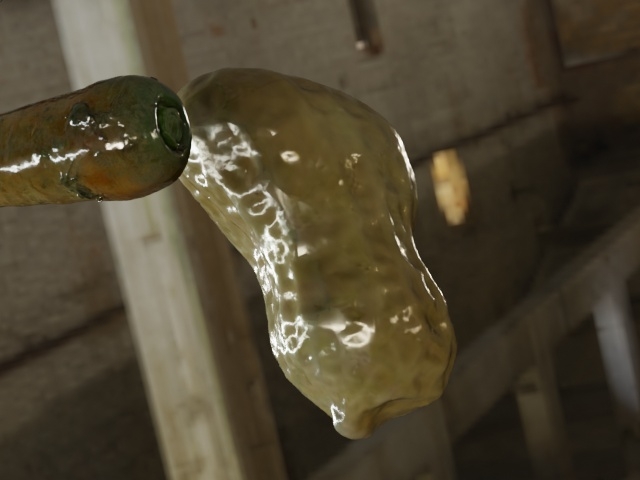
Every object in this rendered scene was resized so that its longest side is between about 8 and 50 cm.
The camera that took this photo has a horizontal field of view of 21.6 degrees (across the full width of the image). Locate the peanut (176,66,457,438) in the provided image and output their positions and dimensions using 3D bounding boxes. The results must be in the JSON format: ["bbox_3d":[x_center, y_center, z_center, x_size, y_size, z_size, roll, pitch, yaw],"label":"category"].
[{"bbox_3d":[0.006,-0.007,1.229,0.159,0.291,0.143,-29,171,-2],"label":"peanut"}]

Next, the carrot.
[{"bbox_3d":[-0.214,-0.047,1.068,0.298,0.078,0.078,-8,-171,30],"label":"carrot"}]
